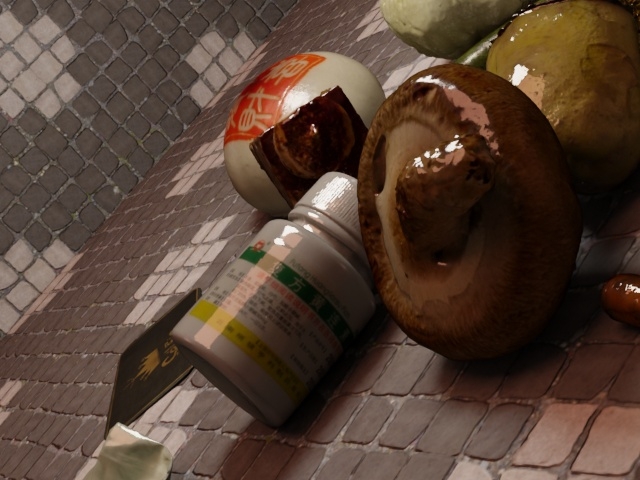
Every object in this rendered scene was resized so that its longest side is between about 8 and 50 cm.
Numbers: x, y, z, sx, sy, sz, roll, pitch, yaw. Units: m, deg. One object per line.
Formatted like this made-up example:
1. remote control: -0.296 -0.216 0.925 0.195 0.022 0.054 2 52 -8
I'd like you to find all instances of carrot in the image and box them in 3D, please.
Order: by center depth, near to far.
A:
1. carrot: 0.349 0.068 1.111 0.055 0.055 0.161 -49 27 -14
2. carrot: 0.315 -0.339 1.991 0.358 0.074 0.074 -40 19 8

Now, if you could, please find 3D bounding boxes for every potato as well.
1. potato: 0.322 -0.166 1.425 0.229 0.229 0.266 -28 35 37

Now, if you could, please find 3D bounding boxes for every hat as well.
1. hat: -0.344 0.434 1.618 0.258 0.168 0.301 -33 -24 -58

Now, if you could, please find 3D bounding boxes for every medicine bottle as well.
1. medicine bottle: -0.032 0.079 1.594 0.339 0.208 0.208 -49 20 -15

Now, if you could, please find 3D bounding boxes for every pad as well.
1. pad: -0.318 0.193 2.150 0.315 0.063 0.375 -40 20 9

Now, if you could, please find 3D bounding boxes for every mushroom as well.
1. mushroom: 0.170 -0.027 1.306 0.345 0.239 0.345 -164 90 -77

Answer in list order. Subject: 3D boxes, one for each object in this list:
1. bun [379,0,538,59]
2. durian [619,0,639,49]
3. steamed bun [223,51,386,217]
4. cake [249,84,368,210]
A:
1. bun: 0.295 -0.494 2.116 0.349 0.227 0.352 -34 24 24
2. durian: 0.494 -0.358 1.577 0.237 0.138 0.193 -29 19 39
3. steamed bun: -0.050 -0.240 2.263 0.374 0.241 0.374 -35 23 18
4. cake: 0.005 -0.147 1.915 0.196 0.198 0.293 -33 5 -4
